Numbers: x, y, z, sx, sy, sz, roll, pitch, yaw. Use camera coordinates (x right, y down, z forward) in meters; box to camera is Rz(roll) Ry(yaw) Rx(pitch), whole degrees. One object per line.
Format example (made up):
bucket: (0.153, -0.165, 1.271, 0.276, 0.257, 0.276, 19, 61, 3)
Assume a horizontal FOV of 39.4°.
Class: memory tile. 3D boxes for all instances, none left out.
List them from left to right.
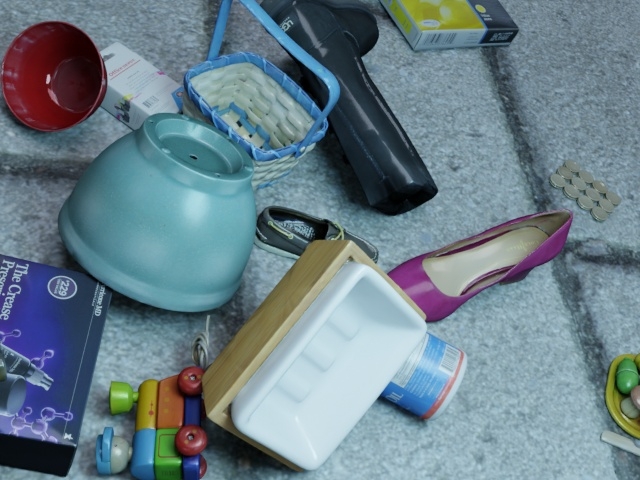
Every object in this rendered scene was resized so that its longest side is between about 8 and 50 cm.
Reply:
memory tile: (0.563, -0.107, 1.903, 0.148, 0.012, 0.113, 41, 48, 11)

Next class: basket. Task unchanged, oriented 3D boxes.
basket: (-0.109, -0.242, 1.514, 0.201, 0.289, 0.254, -33, 74, -37)

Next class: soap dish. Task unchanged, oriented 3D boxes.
soap dish: (-0.008, 0.156, 1.225, 0.291, 0.229, 0.118, -50, 46, -4)

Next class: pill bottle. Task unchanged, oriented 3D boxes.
pill bottle: (0.104, 0.177, 1.388, 0.222, 0.124, 0.124, 29, 47, 0)

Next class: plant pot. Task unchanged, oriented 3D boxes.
plant pot: (-0.215, -0.064, 1.325, 0.293, 0.196, 0.293, 23, 27, -13)

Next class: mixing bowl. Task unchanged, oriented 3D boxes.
mixing bowl: (-0.427, -0.267, 1.496, 0.181, 0.181, 0.098, 39, 8, 9)

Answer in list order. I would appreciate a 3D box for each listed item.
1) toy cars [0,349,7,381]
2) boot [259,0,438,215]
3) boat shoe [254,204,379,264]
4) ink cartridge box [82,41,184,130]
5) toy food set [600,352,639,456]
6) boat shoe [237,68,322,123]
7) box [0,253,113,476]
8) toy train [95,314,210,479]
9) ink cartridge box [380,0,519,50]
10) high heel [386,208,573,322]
toy cars: (-0.500, 0.157, 1.045, 0.394, 0.087, 0.176, 2, 12, 26)
boot: (0.098, -0.259, 1.711, 0.367, 0.146, 0.445, -9, 62, -57)
boat shoe: (0.000, 0.000, 1.519, 0.228, 0.068, 0.081, 15, 49, -13)
ink cartridge box: (-0.327, -0.263, 1.588, 0.181, 0.061, 0.104, 37, 47, 6)
toy food set: (0.570, 0.273, 1.558, 0.128, 0.071, 0.217, 28, 47, -1)
boat shoe: (-0.073, -0.286, 1.726, 0.184, 0.066, 0.063, 24, 34, -2)
box: (-0.394, 0.160, 1.191, 0.184, 0.103, 0.261, 16, 48, -16)
toy train: (-0.227, 0.211, 1.235, 0.144, 0.105, 0.248, 1, 52, -7)
ink cartridge box: (0.276, -0.581, 2.120, 0.304, 0.072, 0.307, -11, 61, -31)
high heel: (0.264, 0.026, 1.542, 0.377, 0.181, 0.127, -17, 62, -34)
